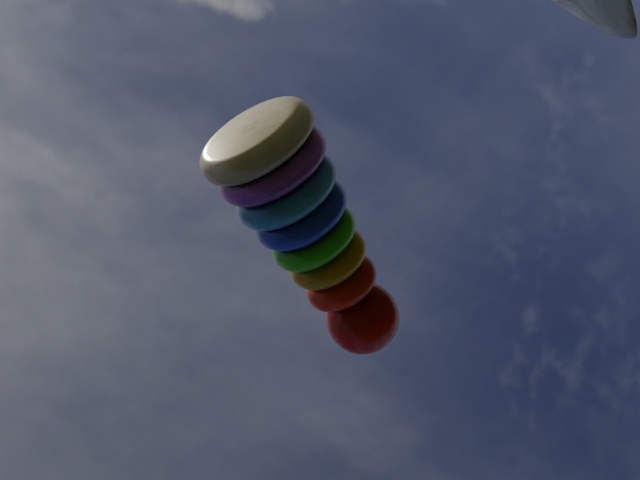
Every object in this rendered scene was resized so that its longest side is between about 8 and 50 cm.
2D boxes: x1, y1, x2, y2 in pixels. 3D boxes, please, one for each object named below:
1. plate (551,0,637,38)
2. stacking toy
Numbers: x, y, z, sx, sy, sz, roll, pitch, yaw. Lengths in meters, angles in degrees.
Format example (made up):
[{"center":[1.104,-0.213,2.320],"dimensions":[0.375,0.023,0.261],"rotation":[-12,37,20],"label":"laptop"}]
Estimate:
[{"center":[0.165,-0.320,0.928],"dimensions":[0.045,0.278,0.277],"rotation":[-25,-63,0],"label":"plate"},{"center":[0.000,0.000,1.256],"dimensions":[0.330,0.141,0.141],"rotation":[57,-132,-27],"label":"stacking toy"}]
